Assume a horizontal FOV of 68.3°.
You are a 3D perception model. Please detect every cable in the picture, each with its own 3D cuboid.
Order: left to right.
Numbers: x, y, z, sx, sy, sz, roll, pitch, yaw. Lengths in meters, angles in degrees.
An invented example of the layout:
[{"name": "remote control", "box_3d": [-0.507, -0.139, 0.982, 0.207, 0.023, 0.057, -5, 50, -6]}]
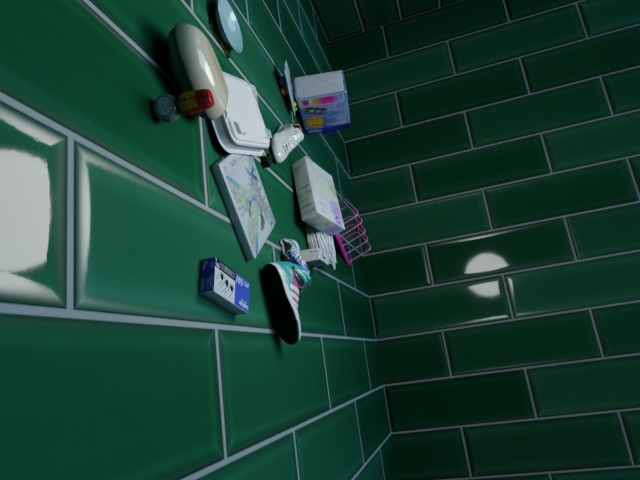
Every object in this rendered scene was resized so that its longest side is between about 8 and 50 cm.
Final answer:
[{"name": "cable", "box_3d": [0.000, 0.000, 2.364, 0.257, 0.089, 0.257, 56, 25, -55]}]

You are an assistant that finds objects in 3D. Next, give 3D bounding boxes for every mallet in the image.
[{"name": "mallet", "box_3d": [-0.237, -0.381, 1.853, 0.062, 0.039, 0.190, -74, 145, -60]}]

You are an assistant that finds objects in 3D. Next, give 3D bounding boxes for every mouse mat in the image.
[{"name": "mouse mat", "box_3d": [-0.363, -0.783, 1.735, 0.153, 0.007, 0.190, 60, 24, -52]}]

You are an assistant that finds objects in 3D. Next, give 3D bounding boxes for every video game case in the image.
[{"name": "video game case", "box_3d": [-0.249, -0.143, 1.603, 0.300, 0.036, 0.329, -71, 147, -63]}]

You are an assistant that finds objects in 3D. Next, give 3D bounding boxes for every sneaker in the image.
[{"name": "sneaker", "box_3d": [-0.144, -0.446, 2.091, 0.290, 0.122, 0.106, -83, 159, -49]}, {"name": "sneaker", "box_3d": [-0.100, 0.206, 1.695, 0.178, 0.123, 0.296, -21, 98, -55]}, {"name": "sneaker", "box_3d": [-0.109, 0.079, 1.871, 0.081, 0.080, 0.211, 32, 24, -54]}]

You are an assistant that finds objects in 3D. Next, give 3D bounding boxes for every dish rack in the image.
[{"name": "dish rack", "box_3d": [-0.271, -0.434, 1.591, 0.333, 0.072, 0.286, -25, 97, -70]}]

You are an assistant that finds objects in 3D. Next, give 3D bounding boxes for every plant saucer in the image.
[{"name": "plant saucer", "box_3d": [-0.342, -0.781, 1.722, 0.195, 0.037, 0.195, -11, 90, -77]}]

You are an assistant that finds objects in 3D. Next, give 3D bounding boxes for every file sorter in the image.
[{"name": "file sorter", "box_3d": [0.138, -0.055, 2.604, 0.202, 0.182, 0.291, 50, -11, 47]}]

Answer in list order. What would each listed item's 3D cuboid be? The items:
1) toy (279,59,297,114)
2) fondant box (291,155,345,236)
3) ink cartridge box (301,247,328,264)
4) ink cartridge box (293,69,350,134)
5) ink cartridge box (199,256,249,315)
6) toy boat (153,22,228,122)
[{"name": "toy", "box_3d": [-0.170, -0.762, 2.376, 0.137, 0.056, 0.237, -92, 168, -48]}, {"name": "fondant box", "box_3d": [-0.012, -0.209, 2.266, 0.238, 0.096, 0.331, 29, 42, -49]}, {"name": "ink cartridge box", "box_3d": [-0.029, 0.082, 2.155, 0.135, 0.099, 0.056, 39, 43, -67]}, {"name": "ink cartridge box", "box_3d": [0.022, -0.732, 2.593, 0.395, 0.269, 0.151, 67, 17, -70]}, {"name": "ink cartridge box", "box_3d": [-0.262, 0.131, 1.308, 0.207, 0.046, 0.097, 55, 29, -59]}, {"name": "toy boat", "box_3d": [-0.351, -0.421, 1.261, 0.318, 0.147, 0.268, -97, 172, -49]}]
